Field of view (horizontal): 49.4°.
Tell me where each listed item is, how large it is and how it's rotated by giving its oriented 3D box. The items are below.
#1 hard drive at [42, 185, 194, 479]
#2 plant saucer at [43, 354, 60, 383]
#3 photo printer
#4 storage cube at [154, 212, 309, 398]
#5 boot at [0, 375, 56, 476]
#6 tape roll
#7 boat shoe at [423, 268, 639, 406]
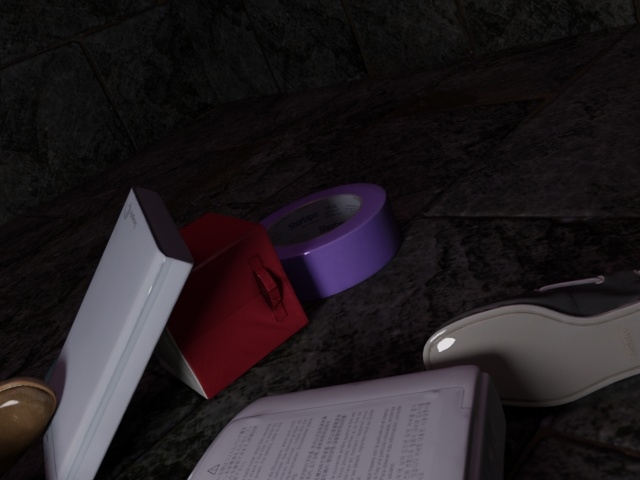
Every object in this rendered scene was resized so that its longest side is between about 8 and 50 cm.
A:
[{"bbox_3d":[-0.275,0.129,0.899,0.353,0.047,0.233,-63,31,12],"label":"hard drive"},{"bbox_3d":[-0.406,0.204,1.217,0.195,0.037,0.195,-20,21,8],"label":"plant saucer"},{"bbox_3d":[0.005,0.238,0.630,0.307,0.107,0.256,-14,23,22],"label":"photo printer"},{"bbox_3d":[-0.170,0.090,1.053,0.193,0.183,0.215,-36,25,-26],"label":"storage cube"},{"bbox_3d":[-0.449,0.303,0.886,0.305,0.112,0.115,-45,33,6],"label":"boot"},{"bbox_3d":[0.000,0.000,1.226,0.275,0.090,0.275,-20,21,8],"label":"tape roll"},{"bbox_3d":[0.276,0.095,0.722,0.335,0.112,0.095,-12,5,12],"label":"boat shoe"}]
